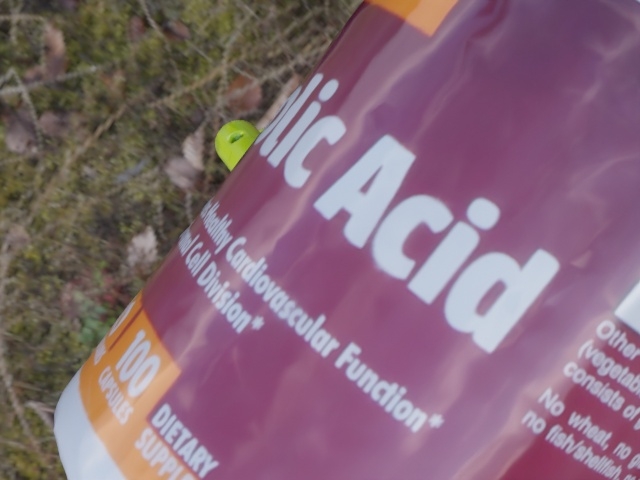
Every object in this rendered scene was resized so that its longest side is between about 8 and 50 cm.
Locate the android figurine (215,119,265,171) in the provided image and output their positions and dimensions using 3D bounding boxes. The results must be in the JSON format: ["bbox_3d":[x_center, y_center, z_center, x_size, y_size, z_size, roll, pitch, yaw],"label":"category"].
[{"bbox_3d":[0.000,0.000,1.081,0.056,0.248,0.273,-37,34,0],"label":"android figurine"}]

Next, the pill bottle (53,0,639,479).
[{"bbox_3d":[0.087,-0.011,0.514,0.224,0.224,0.392,41,97,26],"label":"pill bottle"}]
